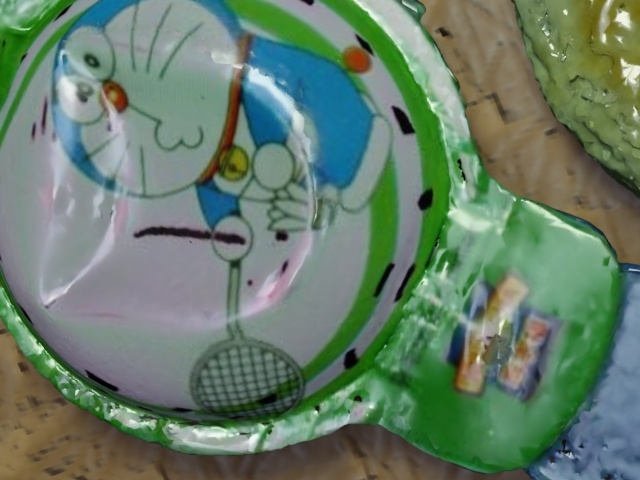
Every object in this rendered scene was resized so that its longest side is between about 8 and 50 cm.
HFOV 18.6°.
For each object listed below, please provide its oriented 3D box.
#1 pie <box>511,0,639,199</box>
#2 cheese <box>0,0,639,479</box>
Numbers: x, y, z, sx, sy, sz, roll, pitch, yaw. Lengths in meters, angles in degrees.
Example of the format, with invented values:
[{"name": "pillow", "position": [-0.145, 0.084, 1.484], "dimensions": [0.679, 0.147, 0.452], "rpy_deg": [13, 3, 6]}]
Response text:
[{"name": "pie", "position": [0.201, -0.127, 0.691], "dimensions": [0.302, 0.067, 0.302], "rpy_deg": [1, 94, 11]}, {"name": "cheese", "position": [0.000, 0.000, 0.736], "dimensions": [0.320, 0.083, 0.204], "rpy_deg": [26, 100, 10]}]
